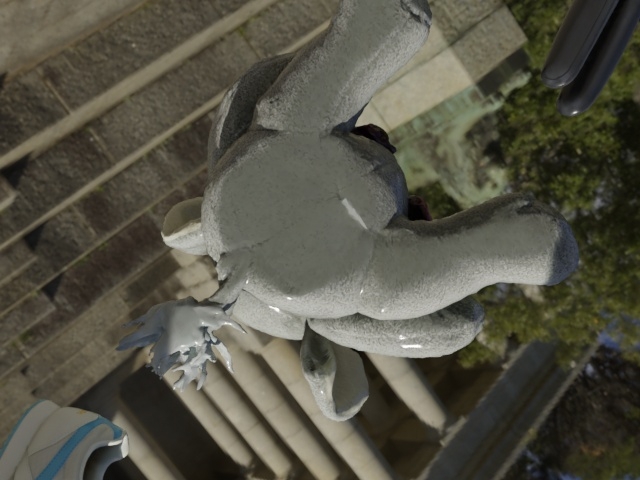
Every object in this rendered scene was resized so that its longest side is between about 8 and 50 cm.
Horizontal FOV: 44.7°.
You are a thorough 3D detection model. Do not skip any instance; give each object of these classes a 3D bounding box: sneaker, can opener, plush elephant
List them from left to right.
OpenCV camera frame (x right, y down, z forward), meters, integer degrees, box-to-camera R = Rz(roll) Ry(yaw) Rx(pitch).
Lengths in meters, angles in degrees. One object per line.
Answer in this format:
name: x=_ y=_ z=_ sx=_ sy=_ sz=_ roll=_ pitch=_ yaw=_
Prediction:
sneaker: x=-0.237 y=0.244 z=0.638 sx=0.087 sy=0.092 sz=0.228 roll=84 pitch=20 yaw=-57
plush elephant: x=0.000 y=0.000 z=0.654 sx=0.330 sy=0.271 sz=0.255 roll=-38 pitch=176 yaw=-5
can opener: x=0.185 y=-0.156 z=0.474 sx=0.186 sy=0.059 sz=0.073 roll=-51 pitch=-149 yaw=-17
